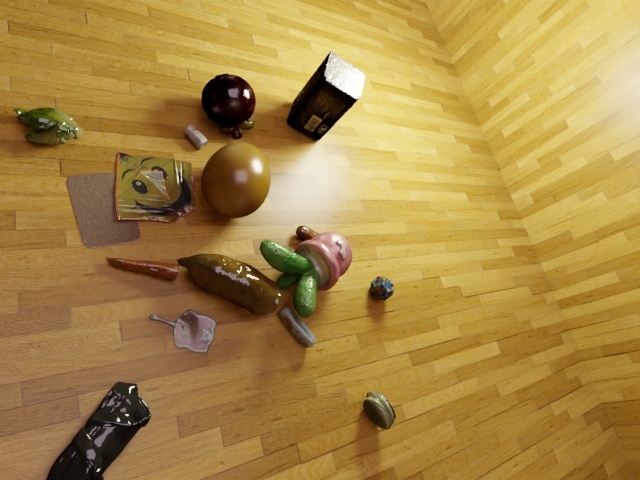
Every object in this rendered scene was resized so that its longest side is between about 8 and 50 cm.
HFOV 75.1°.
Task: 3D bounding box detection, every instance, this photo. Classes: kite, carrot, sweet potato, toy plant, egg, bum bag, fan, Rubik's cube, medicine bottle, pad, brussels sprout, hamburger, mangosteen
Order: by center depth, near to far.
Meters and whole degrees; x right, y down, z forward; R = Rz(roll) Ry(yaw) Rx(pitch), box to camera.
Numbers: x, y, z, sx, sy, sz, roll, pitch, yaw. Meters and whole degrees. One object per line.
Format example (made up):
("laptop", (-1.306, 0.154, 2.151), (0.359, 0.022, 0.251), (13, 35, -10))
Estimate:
("bum bag", (-0.576, 0.536, 1.101), (0.142, 0.079, 0.326), (36, 52, -9))
("carrot", (-0.578, 0.087, 1.351), (0.224, 0.057, 0.057), (12, 60, -25))
("brussels sprout", (-0.882, -0.380, 1.358), (0.180, 0.101, 0.139), (0, 50, -15))
("fan", (-0.450, 0.284, 1.360), (0.219, 0.009, 0.132), (27, 54, -21))
("pad", (-0.718, -0.107, 1.383), (0.176, 0.002, 0.267), (-12, 74, -38))
("sweet potato", (-0.315, 0.135, 1.437), (0.369, 0.157, 0.158), (29, 54, -20))
("kite", (-0.606, -0.203, 1.500), (0.327, 0.013, 0.378), (45, 50, -6))
("hamburger", (0.220, 0.634, 1.553), (0.062, 0.133, 0.140), (-31, 77, -32))
("egg", (-0.311, -0.232, 1.561), (0.250, 0.250, 0.323), (27, 44, -20))
("toy plant", (-0.047, 0.085, 1.596), (0.356, 0.210, 0.317), (-32, 96, -40))
("medicine bottle", (-0.496, -0.412, 1.656), (0.089, 0.052, 0.052), (46, 50, -6))
("mangosteen", (-0.373, -0.551, 1.728), (0.228, 0.228, 0.266), (-42, 134, -40))
("carrot", (0.000, 0.000, 1.778), (0.247, 0.059, 0.059), (24, 55, -26))
("Rubik's cube", (0.270, 0.210, 1.827), (0.111, 0.111, 0.093), (-12, 49, -37))

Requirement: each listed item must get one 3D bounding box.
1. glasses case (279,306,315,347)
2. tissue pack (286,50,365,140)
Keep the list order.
("glasses case", (-0.087, 0.323, 1.545), (0.179, 0.067, 0.045), (51, 50, -1))
("tissue pack", (0.017, -0.642, 1.921), (0.209, 0.370, 0.199), (23, 61, -24))
